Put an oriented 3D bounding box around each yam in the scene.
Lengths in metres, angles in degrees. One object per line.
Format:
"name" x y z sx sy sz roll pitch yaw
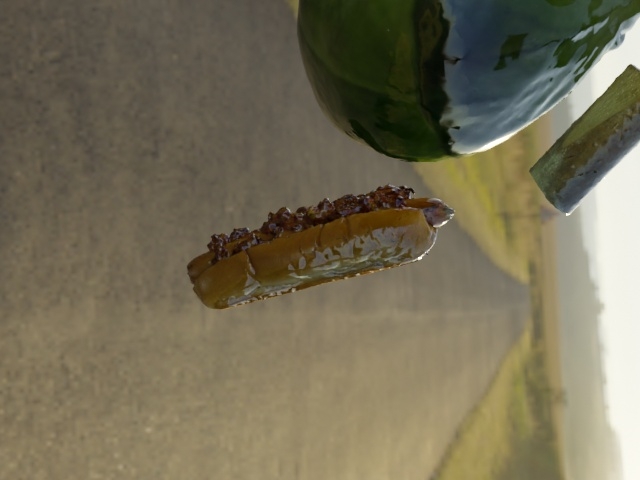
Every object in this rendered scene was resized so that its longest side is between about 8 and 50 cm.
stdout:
"yam" 0.290 -0.104 1.352 0.068 0.169 0.068 33 23 -17

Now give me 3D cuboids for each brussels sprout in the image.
"brussels sprout" 0.118 -0.183 1.035 0.210 0.271 0.219 -123 -165 -53

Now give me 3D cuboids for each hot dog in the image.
"hot dog" 0.000 0.000 1.181 0.102 0.249 0.076 -66 141 -82
